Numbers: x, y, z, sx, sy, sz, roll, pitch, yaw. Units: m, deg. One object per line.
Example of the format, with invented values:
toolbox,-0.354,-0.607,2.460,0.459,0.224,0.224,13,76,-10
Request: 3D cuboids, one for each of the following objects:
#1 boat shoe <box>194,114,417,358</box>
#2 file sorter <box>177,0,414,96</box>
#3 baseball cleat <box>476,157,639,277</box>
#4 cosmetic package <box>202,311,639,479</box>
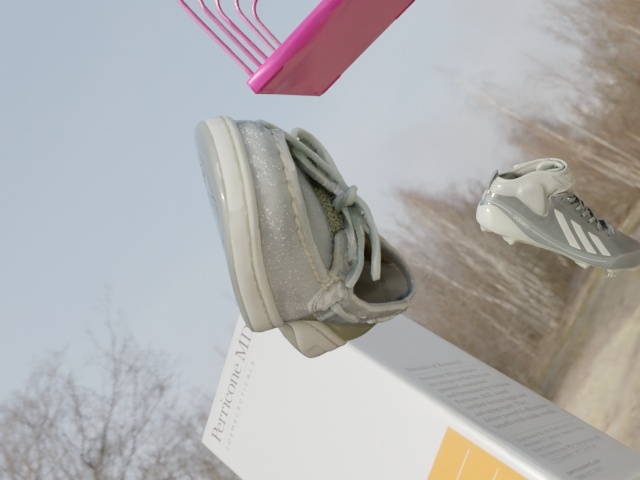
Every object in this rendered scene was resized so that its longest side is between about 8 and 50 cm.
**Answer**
boat shoe,0.001,0.003,0.543,0.103,0.118,0.320,-19,-22,4
file sorter,-0.028,-0.322,1.089,0.202,0.182,0.291,-44,-4,17
baseball cleat,0.283,-0.029,0.944,0.072,0.206,0.109,-95,20,-61
cosmetic package,0.088,0.229,0.906,0.161,0.453,0.230,2,-70,-46
